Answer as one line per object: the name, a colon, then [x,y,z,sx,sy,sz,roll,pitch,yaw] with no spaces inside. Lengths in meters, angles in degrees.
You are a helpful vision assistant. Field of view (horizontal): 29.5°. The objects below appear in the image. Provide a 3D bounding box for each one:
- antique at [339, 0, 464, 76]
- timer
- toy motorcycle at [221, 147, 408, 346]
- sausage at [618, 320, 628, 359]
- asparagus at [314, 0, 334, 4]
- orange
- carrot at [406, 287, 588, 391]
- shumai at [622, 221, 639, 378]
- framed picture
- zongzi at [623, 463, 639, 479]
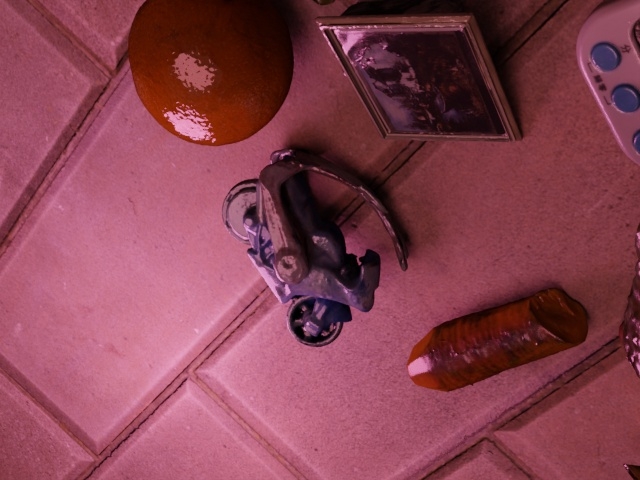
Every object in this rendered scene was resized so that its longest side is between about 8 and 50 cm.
antique: [0.119,-0.293,1.745,0.183,0.088,0.086,1,122,31]
timer: [0.474,-0.218,1.583,0.237,0.087,0.262,-18,110,39]
toy motorcycle: [-0.006,0.009,1.964,0.241,0.182,0.319,-21,107,39]
sausage: [0.481,0.157,1.716,0.078,0.304,0.078,0,95,0]
asparagus: [0.015,-0.426,1.749,0.045,0.041,0.178,-117,29,-45]
orange: [-0.164,-0.270,1.838,0.264,0.264,0.264,16,128,22]
carrot: [0.273,0.163,1.950,0.301,0.114,0.114,-26,105,38]
shumai: [0.525,-0.003,1.473,0.395,0.395,0.348,-4,132,33]
framed picture: [0.143,-0.220,1.722,0.232,0.019,0.296,3,152,26]
zongzi: [0.651,0.392,1.867,0.300,0.138,0.286,42,130,2]
